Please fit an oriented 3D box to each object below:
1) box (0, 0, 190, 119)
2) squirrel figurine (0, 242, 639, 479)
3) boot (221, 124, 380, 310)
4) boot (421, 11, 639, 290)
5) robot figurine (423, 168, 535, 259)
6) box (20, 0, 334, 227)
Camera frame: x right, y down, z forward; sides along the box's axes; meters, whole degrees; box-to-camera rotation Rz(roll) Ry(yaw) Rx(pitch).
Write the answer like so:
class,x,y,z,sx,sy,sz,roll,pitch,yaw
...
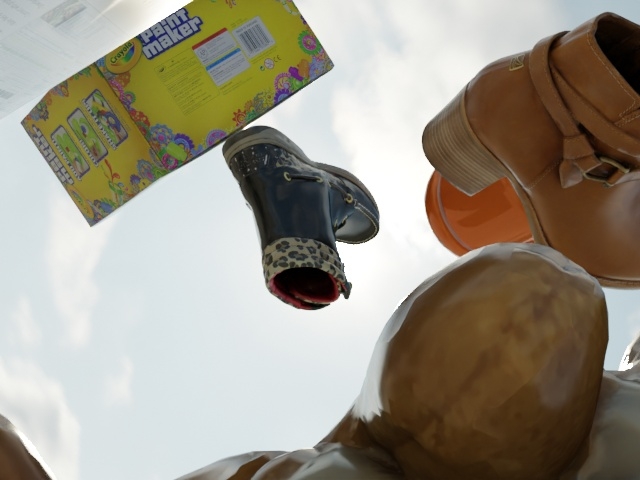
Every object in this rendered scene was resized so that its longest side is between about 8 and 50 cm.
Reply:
class,x,y,z,sx,sy,sz,roll,pitch,yaw
box,-0.128,-0.127,0.563,0.058,0.322,0.232,57,1,0
squirrel figurine,0.106,0.143,0.450,0.281,0.370,0.397,45,-18,37
boot,-0.002,0.001,1.256,0.085,0.236,0.179,-33,-127,22
boot,0.247,-0.068,0.983,0.283,0.109,0.220,34,-32,-17
robot figurine,0.190,-0.048,1.228,0.158,0.128,0.219,34,-31,-18
box,-0.190,-0.188,1.590,0.177,0.290,0.279,56,-33,-5
